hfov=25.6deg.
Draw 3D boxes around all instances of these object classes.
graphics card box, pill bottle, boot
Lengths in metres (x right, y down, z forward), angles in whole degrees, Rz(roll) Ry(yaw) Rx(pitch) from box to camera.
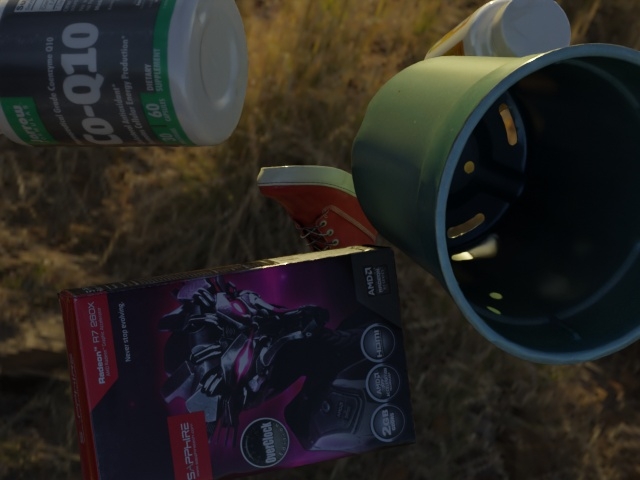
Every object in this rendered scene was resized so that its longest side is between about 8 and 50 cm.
[{"bbox_3d":[-0.088,0.142,1.561,0.371,0.233,0.094,-8,4,-18],"label":"graphics card box"},{"bbox_3d":[0.243,-0.252,1.934,0.136,0.245,0.136,3,79,-17],"label":"pill bottle"},{"bbox_3d":[0.000,0.000,1.811,0.088,0.176,0.244,2,-8,35],"label":"boot"},{"bbox_3d":[-0.288,-0.216,1.727,0.361,0.204,0.204,1,37,20],"label":"pill bottle"}]

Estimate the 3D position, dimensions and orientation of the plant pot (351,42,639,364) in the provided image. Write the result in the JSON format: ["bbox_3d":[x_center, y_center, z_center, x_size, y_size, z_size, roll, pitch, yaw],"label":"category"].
[{"bbox_3d":[0.211,-0.069,1.606,0.341,0.341,0.334,-2,13,-23],"label":"plant pot"}]
